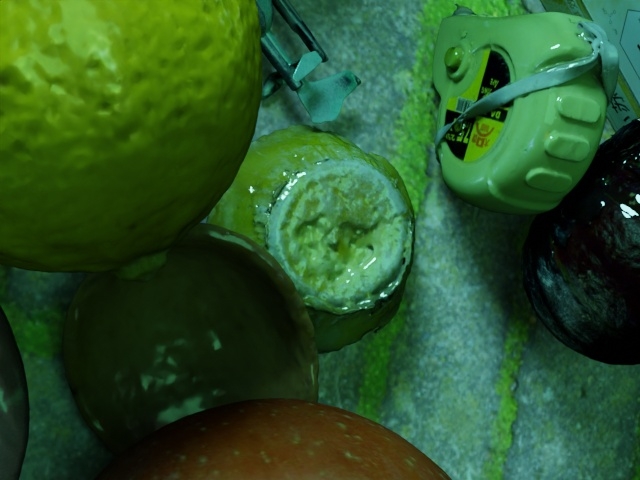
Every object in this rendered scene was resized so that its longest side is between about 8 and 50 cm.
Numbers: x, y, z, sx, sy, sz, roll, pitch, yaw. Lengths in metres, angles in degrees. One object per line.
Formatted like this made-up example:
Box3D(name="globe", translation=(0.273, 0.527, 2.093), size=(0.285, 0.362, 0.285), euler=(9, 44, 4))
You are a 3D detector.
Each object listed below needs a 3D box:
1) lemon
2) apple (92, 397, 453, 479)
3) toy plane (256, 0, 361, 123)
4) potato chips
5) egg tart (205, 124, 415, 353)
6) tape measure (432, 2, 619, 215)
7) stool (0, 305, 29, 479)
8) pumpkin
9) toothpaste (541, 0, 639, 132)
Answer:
Box3D(name="lemon", translation=(-0.160, -0.125, 0.683), size=(0.245, 0.245, 0.320), euler=(-25, 97, -26))
Box3D(name="apple", translation=(-0.024, 0.279, 0.800), size=(0.348, 0.277, 0.349), euler=(-16, 133, -18))
Box3D(name="toy plane", translation=(-0.064, -0.183, 0.931), size=(0.235, 0.060, 0.096), euler=(52, 55, -12))
Box3D(name="potato chips", translation=(-0.093, 0.083, 0.895), size=(0.208, 0.062, 0.195), euler=(32, 97, -18))
Box3D(name="egg tart", translation=(0.000, 0.000, 0.945), size=(0.197, 0.078, 0.197), euler=(0, 89, -23))
Box3D(name="tape measure", translation=(0.165, -0.108, 0.973), size=(0.106, 0.200, 0.175), euler=(10, 93, -28))
Box3D(name="stool", translation=(-0.329, 0.103, 0.714), size=(0.272, 0.178, 0.272), euler=(1, 89, -27))
Box3D(name="pumpkin", translation=(0.279, -0.005, 1.004), size=(0.163, 0.233, 0.233), euler=(44, 70, -2))
Box3D(name="toothpaste", translation=(0.299, -0.158, 1.110), size=(0.089, 0.071, 0.313), euler=(-39, 106, -18))
